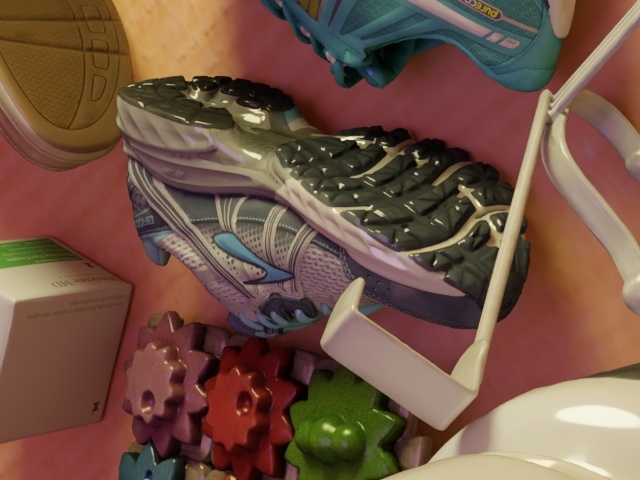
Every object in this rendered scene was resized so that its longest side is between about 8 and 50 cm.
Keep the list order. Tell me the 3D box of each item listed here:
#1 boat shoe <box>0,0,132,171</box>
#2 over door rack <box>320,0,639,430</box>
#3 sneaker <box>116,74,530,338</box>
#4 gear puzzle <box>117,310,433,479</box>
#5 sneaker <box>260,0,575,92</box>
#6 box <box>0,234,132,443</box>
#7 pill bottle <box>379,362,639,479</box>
[{"bbox_3d":[-0.210,-0.147,1.149,0.098,0.109,0.302,-54,55,36],"label":"boat shoe"},{"bbox_3d":[0.154,-0.063,0.719,0.108,0.324,0.239,41,120,4],"label":"over door rack"},{"bbox_3d":[0.000,0.000,0.999,0.283,0.110,0.122,27,123,43],"label":"sneaker"},{"bbox_3d":[-0.019,0.144,1.001,0.339,0.044,0.175,11,92,49],"label":"gear puzzle"},{"bbox_3d":[0.008,-0.133,0.968,0.275,0.107,0.110,12,111,39],"label":"sneaker"},{"bbox_3d":[-0.189,0.060,1.148,0.087,0.101,0.102,29,112,34],"label":"box"},{"bbox_3d":[0.150,0.143,0.699,0.204,0.361,0.204,6,99,39],"label":"pill bottle"}]
